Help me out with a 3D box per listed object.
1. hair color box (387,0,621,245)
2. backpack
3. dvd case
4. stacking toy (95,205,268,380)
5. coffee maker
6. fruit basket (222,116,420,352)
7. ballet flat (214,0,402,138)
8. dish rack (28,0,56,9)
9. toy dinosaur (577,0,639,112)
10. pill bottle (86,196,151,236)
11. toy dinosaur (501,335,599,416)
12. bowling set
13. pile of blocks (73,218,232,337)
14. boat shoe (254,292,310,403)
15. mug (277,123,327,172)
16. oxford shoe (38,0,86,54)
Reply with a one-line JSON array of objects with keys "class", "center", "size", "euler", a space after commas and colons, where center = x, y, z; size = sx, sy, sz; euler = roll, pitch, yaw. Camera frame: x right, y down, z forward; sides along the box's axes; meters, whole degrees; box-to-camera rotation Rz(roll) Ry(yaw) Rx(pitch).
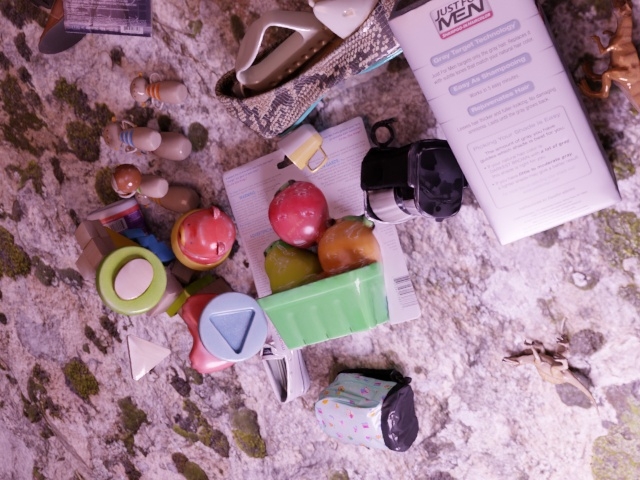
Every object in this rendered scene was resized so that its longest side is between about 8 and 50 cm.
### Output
[{"class": "hair color box", "center": [0.262, -0.196, 1.349], "size": [0.185, 0.114, 0.374], "euler": [-22, 112, 21]}, {"class": "backpack", "center": [0.082, 0.312, 1.783], "size": [0.182, 0.115, 0.152], "euler": [10, 119, 33]}, {"class": "dvd case", "center": [-0.388, -0.483, 1.740], "size": [0.164, 0.018, 0.221], "euler": [4, 118, -1]}, {"class": "stacking toy", "center": [-0.248, 0.102, 1.762], "size": [0.130, 0.279, 0.309], "euler": [-22, 86, 68]}, {"class": "coffee maker", "center": [0.138, -0.111, 1.503], "size": [0.178, 0.120, 0.171], "euler": [-7, 107, 66]}, {"class": "fruit basket", "center": [0.000, 0.000, 1.693], "size": [0.327, 0.165, 0.353], "euler": [-19, 82, 34]}, {"class": "ballet flat", "center": [-0.001, -0.316, 1.493], "size": [0.182, 0.164, 0.482], "euler": [26, 141, -32]}, {"class": "dish rack", "center": [-0.550, -0.581, 1.817], "size": [0.208, 0.074, 0.271], "euler": [43, 128, 11]}, {"class": "toy dinosaur", "center": [0.423, -0.228, 1.335], "size": [0.112, 0.064, 0.212], "euler": [-12, 104, 36]}, {"class": "pill bottle", "center": [-0.394, 0.018, 1.967], "size": [0.108, 0.108, 0.194], "euler": [-11, 104, 37]}, {"class": "toy dinosaur", "center": [0.390, 0.209, 1.580], "size": [0.183, 0.053, 0.093], "euler": [26, 139, 31]}, {"class": "bowling set", "center": [-0.352, -0.164, 1.806], "size": [0.154, 0.200, 0.287], "euler": [10, 113, 31]}, {"class": "pile of blocks", "center": [-0.329, 0.080, 1.899], "size": [0.362, 0.149, 0.112], "euler": [34, 128, -13]}, {"class": "boat shoe", "center": [-0.082, 0.209, 1.868], "size": [0.083, 0.076, 0.226], "euler": [-14, 103, 37]}, {"class": "mug", "center": [-0.025, -0.158, 1.623], "size": [0.064, 0.062, 0.078], "euler": [-43, 106, 6]}, {"class": "oxford shoe", "center": [-0.485, -0.441, 1.852], "size": [0.212, 0.076, 0.076], "euler": [-41, 64, 35]}]
